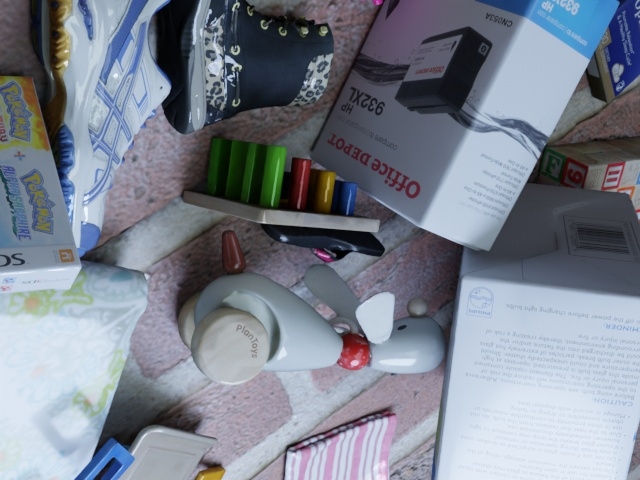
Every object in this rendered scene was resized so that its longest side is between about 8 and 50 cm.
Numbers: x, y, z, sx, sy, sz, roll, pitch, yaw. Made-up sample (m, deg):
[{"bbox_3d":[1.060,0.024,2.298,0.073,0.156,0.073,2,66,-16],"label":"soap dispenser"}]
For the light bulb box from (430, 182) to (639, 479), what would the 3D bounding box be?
[{"bbox_3d":[0.278,0.149,1.167,0.358,0.225,0.361,-62,157,-65],"label":"light bulb box"}]

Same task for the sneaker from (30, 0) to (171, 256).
[{"bbox_3d":[-0.201,-0.120,0.857,0.131,0.112,0.297,-8,120,-35],"label":"sneaker"}]

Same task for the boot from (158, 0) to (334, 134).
[{"bbox_3d":[-0.070,-0.230,0.914,0.178,0.085,0.237,-14,128,-34],"label":"boot"}]

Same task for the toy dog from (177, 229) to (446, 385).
[{"bbox_3d":[-0.014,0.074,1.055,0.333,0.220,0.161,1,97,-42],"label":"toy dog"}]

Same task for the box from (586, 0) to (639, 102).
[{"bbox_3d":[0.472,-0.323,1.306,0.225,0.036,0.136,-43,133,-12],"label":"box"}]

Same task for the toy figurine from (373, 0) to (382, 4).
[{"bbox_3d":[0.043,-0.331,0.947,0.159,0.130,0.173,43,61,-57],"label":"toy figurine"}]

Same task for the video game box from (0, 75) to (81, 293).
[{"bbox_3d":[-0.318,-0.049,0.757,0.187,0.205,0.048,-4,154,-38],"label":"video game box"}]

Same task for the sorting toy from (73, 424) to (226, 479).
[{"bbox_3d":[-0.223,0.303,1.078,0.196,0.047,0.348,-55,156,-5],"label":"sorting toy"}]

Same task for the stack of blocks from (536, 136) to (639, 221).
[{"bbox_3d":[0.465,-0.065,1.410,0.297,0.087,0.171,-10,120,-33],"label":"stack of blocks"}]

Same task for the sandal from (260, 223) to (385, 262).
[{"bbox_3d":[0.000,0.000,1.115,0.179,0.067,0.040,7,120,-33],"label":"sandal"}]

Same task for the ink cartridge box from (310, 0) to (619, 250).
[{"bbox_3d":[0.151,-0.176,1.016,0.129,0.223,0.308,17,104,-42],"label":"ink cartridge box"}]

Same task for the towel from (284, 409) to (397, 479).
[{"bbox_3d":[0.029,0.345,1.353,0.197,0.029,0.144,-14,121,-31],"label":"towel"}]

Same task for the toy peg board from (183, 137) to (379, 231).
[{"bbox_3d":[-0.040,-0.064,0.988,0.160,0.161,0.079,4,98,-38],"label":"toy peg board"}]

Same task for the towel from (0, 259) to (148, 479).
[{"bbox_3d":[-0.377,0.179,0.914,0.320,0.090,0.375,9,109,-43],"label":"towel"}]
